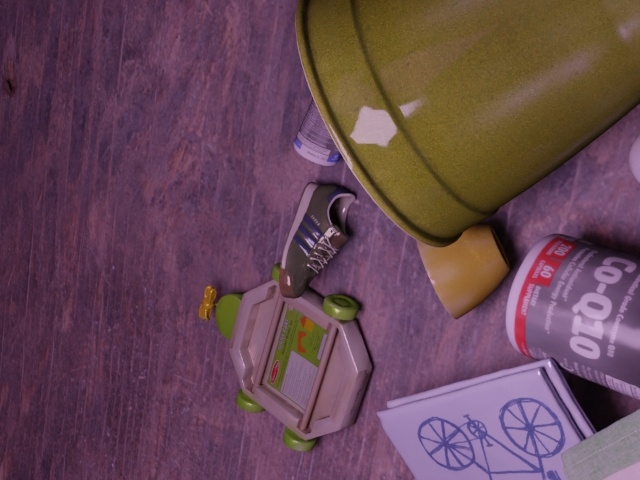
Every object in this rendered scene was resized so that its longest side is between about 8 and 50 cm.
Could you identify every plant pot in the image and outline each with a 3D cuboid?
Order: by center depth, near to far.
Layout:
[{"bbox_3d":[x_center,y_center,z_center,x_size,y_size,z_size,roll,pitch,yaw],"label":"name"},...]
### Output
[{"bbox_3d":[0.221,-0.229,1.082,0.353,0.366,0.366,-27,78,27],"label":"plant pot"},{"bbox_3d":[0.202,0.028,1.257,0.095,0.134,0.134,-25,78,15],"label":"plant pot"}]

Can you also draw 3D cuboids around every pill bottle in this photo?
[{"bbox_3d":[0.377,0.103,1.078,0.283,0.161,0.161,19,108,38],"label":"pill bottle"},{"bbox_3d":[0.018,-0.190,1.406,0.078,0.078,0.137,42,121,29],"label":"pill bottle"}]

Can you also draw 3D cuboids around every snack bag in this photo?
[{"bbox_3d":[0.264,0.332,1.210,0.323,0.037,0.342,-29,93,49],"label":"snack bag"}]

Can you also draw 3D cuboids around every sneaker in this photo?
[{"bbox_3d":[0.000,0.000,1.423,0.086,0.064,0.192,6,71,29],"label":"sneaker"}]

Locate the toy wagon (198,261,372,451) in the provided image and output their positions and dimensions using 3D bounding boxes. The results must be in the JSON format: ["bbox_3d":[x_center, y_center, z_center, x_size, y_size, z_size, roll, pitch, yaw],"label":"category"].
[{"bbox_3d":[-0.067,0.171,1.533,0.344,0.068,0.267,31,114,35],"label":"toy wagon"}]

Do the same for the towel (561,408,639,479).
[{"bbox_3d":[0.399,0.327,0.948,0.248,0.038,0.324,-44,56,41],"label":"towel"}]

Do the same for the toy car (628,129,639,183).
[{"bbox_3d":[0.442,-0.081,1.031,0.182,0.159,0.136,30,150,34],"label":"toy car"}]
